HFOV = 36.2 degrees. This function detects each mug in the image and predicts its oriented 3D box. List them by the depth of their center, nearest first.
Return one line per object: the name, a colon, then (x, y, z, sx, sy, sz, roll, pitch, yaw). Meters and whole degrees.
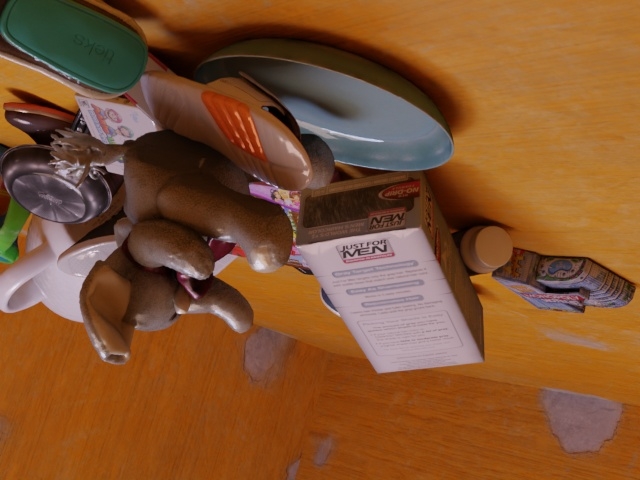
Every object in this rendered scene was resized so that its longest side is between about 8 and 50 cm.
mug: (-0.487, 0.022, 1.958, 0.276, 0.374, 0.328, 54, 155, 5)

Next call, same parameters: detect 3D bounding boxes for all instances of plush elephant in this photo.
plush elephant: (-0.167, 0.015, 1.169, 0.329, 0.256, 0.272, 9, -150, 2)

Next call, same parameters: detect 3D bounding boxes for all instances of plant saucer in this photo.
plant saucer: (0.008, -0.161, 1.153, 0.317, 0.044, 0.317, 16, 169, 3)

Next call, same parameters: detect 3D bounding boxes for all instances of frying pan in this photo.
frying pan: (-0.409, -0.107, 1.633, 0.326, 0.053, 0.197, -20, 134, 39)

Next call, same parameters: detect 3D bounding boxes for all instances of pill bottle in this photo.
pill bottle: (0.248, 0.017, 1.569, 0.078, 0.078, 0.137, 19, 168, -13)

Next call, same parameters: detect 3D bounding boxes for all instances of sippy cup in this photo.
sippy cup: (-0.727, -0.092, 2.077, 0.305, 0.224, 0.240, 15, 168, 5)

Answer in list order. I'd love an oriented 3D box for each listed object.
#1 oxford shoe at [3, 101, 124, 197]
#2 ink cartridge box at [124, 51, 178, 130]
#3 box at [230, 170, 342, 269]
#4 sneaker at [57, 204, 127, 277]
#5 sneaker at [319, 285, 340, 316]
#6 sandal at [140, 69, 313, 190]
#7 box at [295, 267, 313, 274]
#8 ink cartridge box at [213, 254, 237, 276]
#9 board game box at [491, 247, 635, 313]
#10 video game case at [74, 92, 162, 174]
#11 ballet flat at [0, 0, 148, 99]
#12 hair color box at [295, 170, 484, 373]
oxford shoe: (-0.431, -0.154, 1.672, 0.096, 0.099, 0.271, 8, 165, 41)
ink cartridge box: (-0.185, -0.168, 1.252, 0.109, 0.063, 0.150, 40, 179, 22)
box: (-0.076, -0.041, 1.618, 0.293, 0.057, 0.201, 9, 141, 32)
sneaker: (-0.345, -0.037, 1.778, 0.295, 0.147, 0.104, -22, 142, 11)
sneaker: (0.162, 0.113, 2.081, 0.349, 0.131, 0.148, 8, 160, 14)
sandal: (-0.095, -0.147, 1.087, 0.265, 0.076, 0.102, 30, 146, 33)
box: (0.000, 0.000, 1.847, 0.242, 0.077, 0.307, 9, 166, 33)
ink cartridge box: (-0.244, 0.001, 1.894, 0.232, 0.066, 0.189, -37, 142, 20)
board game box: (0.394, 0.069, 1.657, 0.194, 0.060, 0.194, 24, 167, -35)
video game case: (-0.291, -0.154, 1.491, 0.143, 0.019, 0.157, 14, 141, 26)
ballet flat: (-0.352, -0.266, 1.002, 0.139, 0.139, 0.400, 7, 166, 41)
hair color box: (0.117, 0.059, 1.486, 0.185, 0.114, 0.374, -9, 142, 19)
